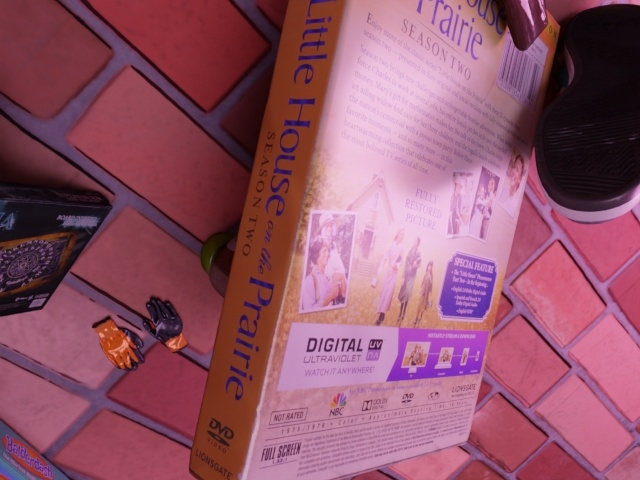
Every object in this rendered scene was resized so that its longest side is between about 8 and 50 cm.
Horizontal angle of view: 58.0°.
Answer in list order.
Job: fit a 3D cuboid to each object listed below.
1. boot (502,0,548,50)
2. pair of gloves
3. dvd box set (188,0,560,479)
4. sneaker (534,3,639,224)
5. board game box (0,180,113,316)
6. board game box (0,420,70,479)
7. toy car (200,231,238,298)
[{"bbox_3d":[0.152,-0.215,0.437,0.114,0.037,0.106,23,81,-52],"label":"boot"},{"bbox_3d":[-0.185,0.099,0.601,0.083,0.010,0.074,-25,122,-9],"label":"pair of gloves"},{"bbox_3d":[0.072,-0.029,0.467,0.308,0.062,0.420,10,92,-49],"label":"dvd box set"},{"bbox_3d":[0.270,-0.082,0.567,0.295,0.124,0.178,-62,145,-36],"label":"sneaker"},{"bbox_3d":[-0.254,0.011,0.443,0.026,0.186,0.126,40,99,11],"label":"board game box"},{"bbox_3d":[-0.390,0.281,0.591,0.210,0.047,0.160,-29,122,-4],"label":"board game box"},{"bbox_3d":[0.000,0.000,0.547,0.149,0.155,0.188,35,90,-32],"label":"toy car"}]
